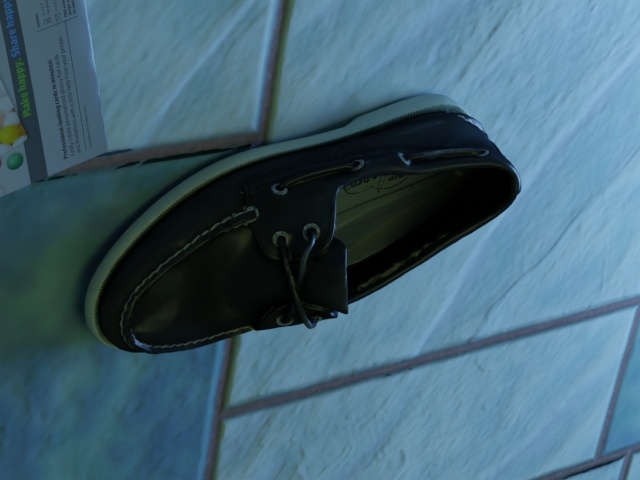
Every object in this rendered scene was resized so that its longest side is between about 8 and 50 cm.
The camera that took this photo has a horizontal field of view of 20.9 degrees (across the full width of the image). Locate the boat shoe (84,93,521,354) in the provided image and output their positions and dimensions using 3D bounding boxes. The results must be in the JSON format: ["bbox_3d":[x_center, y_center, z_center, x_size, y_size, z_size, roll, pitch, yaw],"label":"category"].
[{"bbox_3d":[0.001,0.003,1.234,0.340,0.113,0.127,-22,131,-29],"label":"boat shoe"}]

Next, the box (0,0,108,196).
[{"bbox_3d":[-0.223,-0.086,1.033,0.186,0.038,0.145,-24,131,-26],"label":"box"}]
